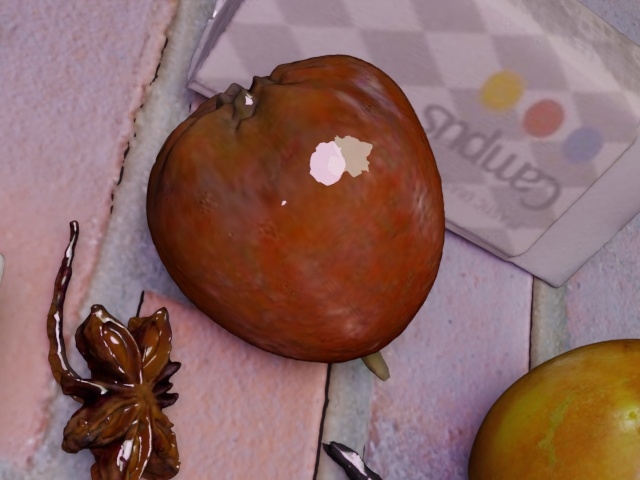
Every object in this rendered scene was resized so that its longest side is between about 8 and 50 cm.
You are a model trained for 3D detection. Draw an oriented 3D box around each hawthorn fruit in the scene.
[{"bbox_3d":[0.000,0.000,0.584,0.199,0.199,0.251,-47,121,-33],"label":"hawthorn fruit"}]

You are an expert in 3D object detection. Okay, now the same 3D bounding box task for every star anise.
[{"bbox_3d":[-0.138,0.074,0.541,0.097,0.070,0.190,18,58,-53],"label":"star anise"}]

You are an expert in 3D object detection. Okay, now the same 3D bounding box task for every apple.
[{"bbox_3d":[0.223,0.189,0.609,0.237,0.207,0.237,50,25,-35],"label":"apple"}]

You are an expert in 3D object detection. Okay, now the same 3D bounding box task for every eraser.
[{"bbox_3d":[0.115,-0.127,0.691,0.397,0.213,0.082,28,28,-23],"label":"eraser"}]

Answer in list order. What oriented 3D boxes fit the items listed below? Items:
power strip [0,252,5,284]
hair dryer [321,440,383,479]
[{"bbox_3d":[-0.234,0.128,0.438,0.058,0.098,0.338,22,61,-37],"label":"power strip"},{"bbox_3d":[0.048,0.304,0.552,0.313,0.123,0.340,-23,73,-23],"label":"hair dryer"}]
